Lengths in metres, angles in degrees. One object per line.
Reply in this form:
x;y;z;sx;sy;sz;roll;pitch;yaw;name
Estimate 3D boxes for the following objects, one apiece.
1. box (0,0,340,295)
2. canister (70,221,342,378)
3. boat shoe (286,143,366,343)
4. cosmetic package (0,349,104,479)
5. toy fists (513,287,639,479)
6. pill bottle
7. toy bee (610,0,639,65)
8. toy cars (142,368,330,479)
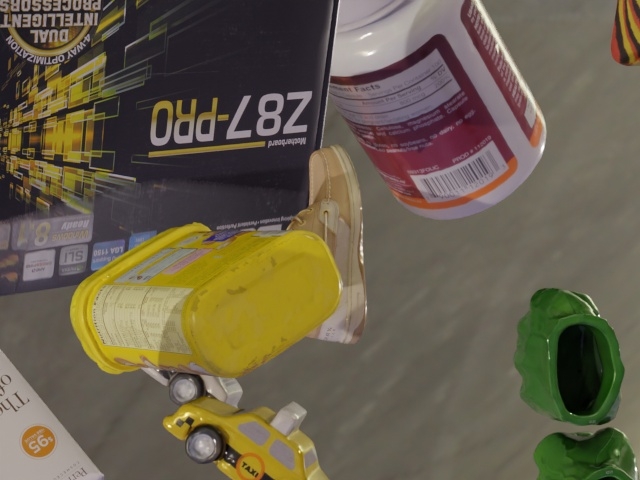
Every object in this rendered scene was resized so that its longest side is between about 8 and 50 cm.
-0.164;-0.130;1.541;0.395;0.097;0.318;-7;113;-42;box
-0.079;0.040;1.177;0.126;0.073;0.170;-32;-163;-29;canister
0.000;0.000;1.391;0.059;0.170;0.063;1;155;-14;boat shoe
-0.236;0.165;0.906;0.239;0.099;0.060;-37;169;-21;cosmetic package
0.250;0.181;1.668;0.096;0.279;0.142;-14;-171;-12;toy fists
0.108;-0.228;2.137;0.224;0.224;0.392;-38;130;-4;pill bottle
0.357;-0.322;1.763;0.195;0.298;0.162;-26;-161;-22;toy bee
-0.098;0.147;1.698;0.176;0.393;0.087;30;97;-41;toy cars
